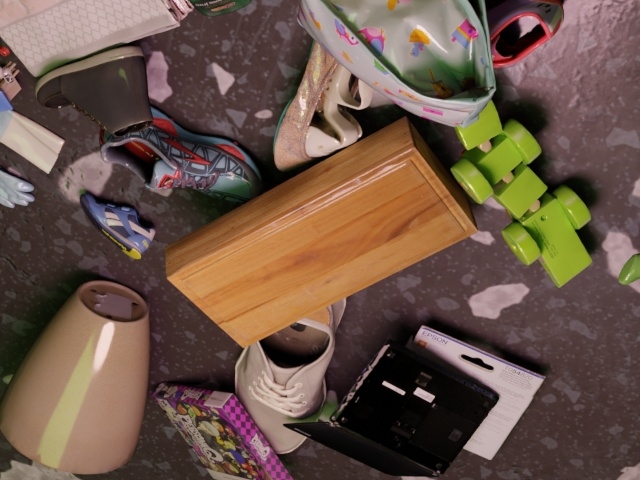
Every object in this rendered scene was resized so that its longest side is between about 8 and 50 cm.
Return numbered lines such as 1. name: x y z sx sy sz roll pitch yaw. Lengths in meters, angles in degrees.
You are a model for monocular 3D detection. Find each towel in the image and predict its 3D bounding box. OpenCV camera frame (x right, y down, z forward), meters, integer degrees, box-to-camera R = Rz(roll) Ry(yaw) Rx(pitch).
1. towel: -0.386 -0.377 1.616 0.331 0.053 0.317 -11 134 36

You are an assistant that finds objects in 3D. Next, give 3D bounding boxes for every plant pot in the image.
1. plant pot: -0.397 0.216 2.047 0.256 0.256 0.274 24 114 0

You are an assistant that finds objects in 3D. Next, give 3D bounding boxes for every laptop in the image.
1. laptop: 0.113 0.283 1.951 0.234 0.136 0.264 28 105 -23

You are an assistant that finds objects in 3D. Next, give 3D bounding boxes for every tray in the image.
1. tray: 0.000 0.000 1.724 0.410 0.076 0.203 -28 133 16

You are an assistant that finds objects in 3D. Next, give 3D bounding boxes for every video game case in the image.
1. video game case: -0.177 0.358 2.143 0.210 0.042 0.232 1 130 46

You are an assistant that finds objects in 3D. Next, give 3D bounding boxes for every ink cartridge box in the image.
1. ink cartridge box: 0.230 0.242 1.954 0.223 0.045 0.224 24 129 -1

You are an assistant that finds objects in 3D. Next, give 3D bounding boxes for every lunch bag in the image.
1. lunch bag: 0.106 -0.247 1.418 0.262 0.223 0.160 44 88 1

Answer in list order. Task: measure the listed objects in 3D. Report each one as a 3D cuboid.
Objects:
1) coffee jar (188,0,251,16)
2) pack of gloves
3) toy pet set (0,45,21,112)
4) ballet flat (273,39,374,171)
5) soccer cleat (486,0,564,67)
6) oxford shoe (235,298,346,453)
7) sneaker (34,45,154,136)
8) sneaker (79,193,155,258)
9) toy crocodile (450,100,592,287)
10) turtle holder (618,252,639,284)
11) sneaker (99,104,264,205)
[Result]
1. coffee jar: -0.165 -0.367 1.538 0.096 0.079 0.184 -11 158 25
2. pack of gloves: -0.555 -0.149 1.923 0.232 0.046 0.195 32 129 -6
3. toy pet set: -0.515 -0.251 1.795 0.122 0.065 0.114 25 155 28
4. ballet flat: 0.017 -0.194 1.636 0.106 0.107 0.316 42 136 23
5. soccer cleat: 0.206 -0.250 1.546 0.248 0.095 0.083 -25 115 32
6. oxford shoe: -0.063 0.224 1.989 0.169 0.130 0.449 17 133 1
7. sneaker: -0.337 -0.200 1.739 0.222 0.083 0.118 -14 88 41
8. sneaker: -0.333 -0.033 1.936 0.144 0.059 0.053 40 162 6
9. toy crocodile: 0.276 -0.070 1.661 0.115 0.105 0.340 -41 116 1
10. turtle holder: 0.577 0.020 1.569 0.227 0.243 0.320 21 92 -16
11. sneaker: -0.216 -0.105 1.786 0.261 0.125 0.104 24 131 0
